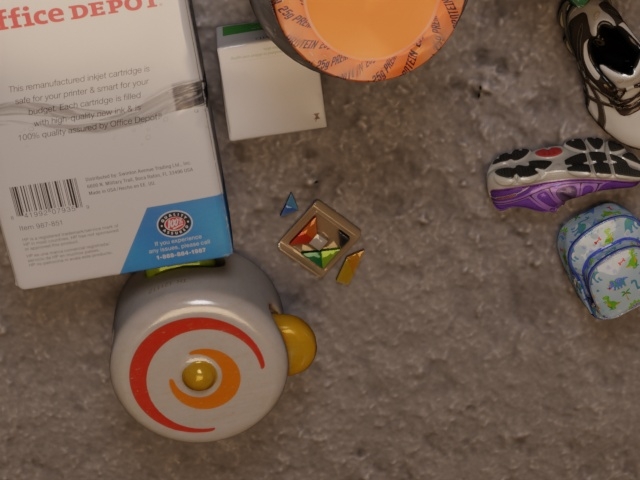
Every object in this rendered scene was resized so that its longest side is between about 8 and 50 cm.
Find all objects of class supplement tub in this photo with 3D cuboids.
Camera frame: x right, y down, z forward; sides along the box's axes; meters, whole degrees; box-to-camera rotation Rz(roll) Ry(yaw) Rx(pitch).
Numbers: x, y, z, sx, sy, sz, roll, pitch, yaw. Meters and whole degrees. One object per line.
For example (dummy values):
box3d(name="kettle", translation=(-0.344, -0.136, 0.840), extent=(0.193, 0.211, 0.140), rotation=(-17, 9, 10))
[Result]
box3d(name="supplement tub", translation=(0.026, -0.260, 1.090), extent=(0.193, 0.316, 0.193), rotation=(-2, 115, -4))

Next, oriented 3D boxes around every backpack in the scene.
box3d(name="backpack", translation=(0.327, 0.022, 1.382), extent=(0.105, 0.084, 0.114), rotation=(-30, 112, 6))

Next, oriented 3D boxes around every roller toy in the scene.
box3d(name="roller toy", translation=(-0.130, 0.117, 1.349), extent=(0.209, 0.146, 0.191), rotation=(32, 109, -19))

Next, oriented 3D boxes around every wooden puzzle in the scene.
box3d(name="wooden puzzle", translation=(0.000, 0.000, 1.379), extent=(0.116, 0.014, 0.078), rotation=(29, 110, -17))

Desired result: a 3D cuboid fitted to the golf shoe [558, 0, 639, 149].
box3d(name="golf shoe", translation=(0.310, -0.163, 1.288), extent=(0.077, 0.094, 0.198), rotation=(-33, 116, 9))

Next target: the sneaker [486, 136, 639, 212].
box3d(name="sneaker", translation=(0.267, -0.066, 1.356), extent=(0.170, 0.068, 0.071), rotation=(-5, 131, 6))

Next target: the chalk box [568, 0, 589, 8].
box3d(name="chalk box", translation=(0.184, -0.387, 1.120), extent=(0.289, 0.179, 0.180), rotation=(39, 106, -21))

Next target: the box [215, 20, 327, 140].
box3d(name="box", translation=(-0.051, -0.166, 1.254), extent=(0.101, 0.087, 0.102), rotation=(-8, 116, -2))

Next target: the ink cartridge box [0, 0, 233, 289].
box3d(name="ink cartridge box", translation=(-0.221, -0.128, 1.233), extent=(0.223, 0.129, 0.307), rotation=(-9, 116, -1))
